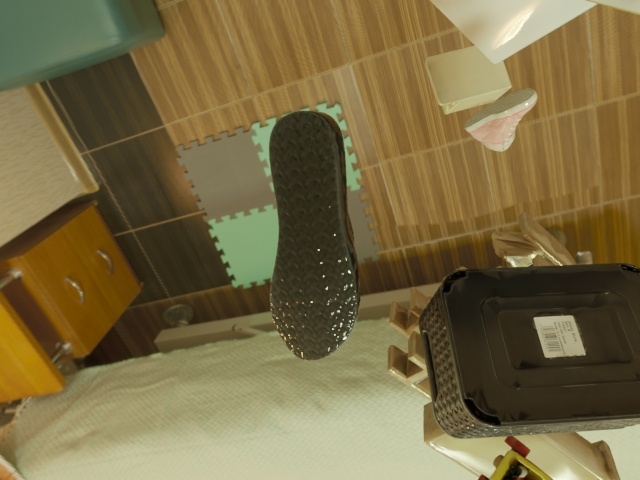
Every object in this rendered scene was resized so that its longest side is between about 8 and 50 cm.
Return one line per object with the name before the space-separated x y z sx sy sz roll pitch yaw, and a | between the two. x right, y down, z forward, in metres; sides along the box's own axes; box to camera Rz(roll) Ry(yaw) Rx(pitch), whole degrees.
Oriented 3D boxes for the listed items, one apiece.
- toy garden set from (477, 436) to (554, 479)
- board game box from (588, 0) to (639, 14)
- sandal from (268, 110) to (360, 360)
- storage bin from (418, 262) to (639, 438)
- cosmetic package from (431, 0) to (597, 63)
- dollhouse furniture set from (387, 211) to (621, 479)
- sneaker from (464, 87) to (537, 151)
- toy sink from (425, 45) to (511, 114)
toy garden set | 0.234 0.360 0.510 0.244 0.049 0.203 37 86 4
board game box | 0.177 -0.248 0.256 0.064 0.316 0.242 -47 146 -2
sandal | 0.002 -0.001 0.837 0.168 0.107 0.444 5 102 25
storage bin | 0.186 0.093 0.392 0.180 0.121 0.084 -2 152 -4
cosmetic package | 0.370 -0.600 0.780 0.328 0.393 0.329 37 161 -16
dollhouse furniture set | 0.338 0.225 0.866 0.257 0.394 0.362 37 125 -16
sneaker | 0.293 -0.182 0.726 0.070 0.051 0.134 42 158 -14
toy sink | 0.431 -0.489 1.440 0.234 0.131 0.152 -17 87 -7
